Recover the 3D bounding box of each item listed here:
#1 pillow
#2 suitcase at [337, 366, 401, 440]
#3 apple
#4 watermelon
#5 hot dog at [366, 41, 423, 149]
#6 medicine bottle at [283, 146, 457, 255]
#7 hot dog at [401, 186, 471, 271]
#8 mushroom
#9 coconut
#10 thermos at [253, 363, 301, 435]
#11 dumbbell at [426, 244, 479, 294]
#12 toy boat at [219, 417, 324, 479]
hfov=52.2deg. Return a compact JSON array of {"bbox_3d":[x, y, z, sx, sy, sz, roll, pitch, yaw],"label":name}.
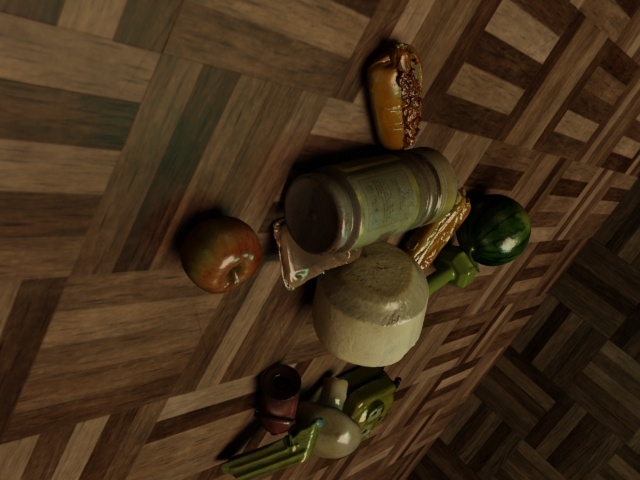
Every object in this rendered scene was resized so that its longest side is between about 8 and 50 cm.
[{"bbox_3d":[0.001,0.003,1.213,0.211,0.034,0.135,-22,107,-39],"label":"pillow"},{"bbox_3d":[0.118,0.478,1.912,0.235,0.143,0.194,-12,136,-47],"label":"suitcase"},{"bbox_3d":[-0.153,0.019,1.001,0.126,0.102,0.126,-32,152,-19],"label":"apple"},{"bbox_3d":[0.433,-0.021,1.671,0.215,0.188,0.188,-31,148,-24],"label":"watermelon"},{"bbox_3d":[0.133,-0.234,1.104,0.102,0.076,0.249,-37,151,-12],"label":"hot dog"},{"bbox_3d":[0.095,-0.075,1.172,0.322,0.151,0.151,-17,140,-43],"label":"medicine bottle"},{"bbox_3d":[0.268,-0.018,1.571,0.269,0.072,0.109,-51,150,4],"label":"hot dog"},{"bbox_3d":[0.004,0.481,1.750,0.206,0.209,0.206,-8,143,-6],"label":"mushroom"},{"bbox_3d":[0.102,0.139,1.373,0.237,0.237,0.266,-28,142,-33],"label":"coconut"},{"bbox_3d":[-0.099,0.393,1.565,0.232,0.099,0.124,98,8,-49],"label":"thermos"},{"bbox_3d":[0.289,0.117,1.730,0.302,0.121,0.108,-28,174,-31],"label":"dumbbell"},{"bbox_3d":[-0.109,0.531,1.617,0.276,0.084,0.111,-26,168,8],"label":"toy boat"}]
